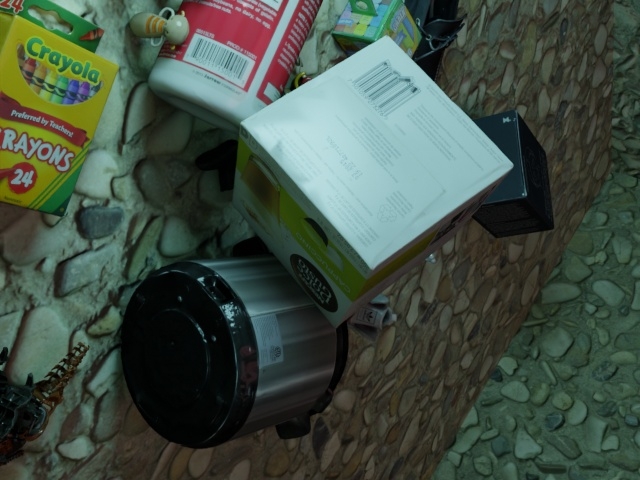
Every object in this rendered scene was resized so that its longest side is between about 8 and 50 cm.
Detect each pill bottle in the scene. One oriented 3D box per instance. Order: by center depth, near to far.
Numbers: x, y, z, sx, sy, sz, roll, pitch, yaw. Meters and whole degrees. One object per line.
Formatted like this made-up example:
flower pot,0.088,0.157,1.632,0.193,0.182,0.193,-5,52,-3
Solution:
pill bottle,-0.129,-0.412,1.325,0.229,0.229,0.408,27,86,-57

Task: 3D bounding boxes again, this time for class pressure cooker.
pressure cooker,-0.147,0.215,1.524,0.420,0.375,0.370,-5,121,-52

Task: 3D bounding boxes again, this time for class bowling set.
bowling set,-0.257,-0.469,1.171,0.200,0.154,0.287,21,89,-56

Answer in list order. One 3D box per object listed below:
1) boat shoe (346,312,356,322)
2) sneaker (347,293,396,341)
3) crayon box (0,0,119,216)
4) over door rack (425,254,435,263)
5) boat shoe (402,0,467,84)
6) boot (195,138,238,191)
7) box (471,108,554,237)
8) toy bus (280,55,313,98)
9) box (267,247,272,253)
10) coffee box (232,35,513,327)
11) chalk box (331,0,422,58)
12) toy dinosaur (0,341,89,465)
boat shoe,0.029,0.169,1.778,0.355,0.132,0.130,-43,158,-1
sneaker,0.052,0.167,1.940,0.366,0.210,0.137,11,99,-56
crayon box,-0.443,-0.212,1.131,0.202,0.081,0.319,17,94,-56
over door rack,0.340,-0.073,2.305,0.324,0.108,0.240,31,82,-57
boat shoe,0.287,-0.557,1.902,0.187,0.156,0.500,-31,133,-45
boot,-0.207,-0.147,1.541,0.121,0.045,0.099,-39,140,-38
box,0.611,-0.205,2.420,0.395,0.212,0.294,27,57,-57
toy bus,-0.049,-0.285,1.621,0.104,0.202,0.191,-25,144,-6
box,0.000,0.000,1.771,0.262,0.127,0.231,-35,161,-40
coffee box,0.073,-0.099,1.371,0.338,0.338,0.334,-36,167,-22
chalk box,0.127,-0.498,1.728,0.213,0.132,0.132,38,77,-55
toy dinosaur,-0.545,0.296,1.270,0.218,0.164,0.322,88,19,-55
